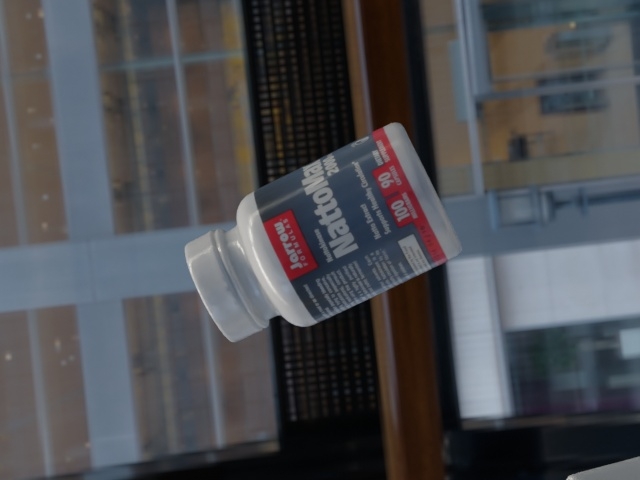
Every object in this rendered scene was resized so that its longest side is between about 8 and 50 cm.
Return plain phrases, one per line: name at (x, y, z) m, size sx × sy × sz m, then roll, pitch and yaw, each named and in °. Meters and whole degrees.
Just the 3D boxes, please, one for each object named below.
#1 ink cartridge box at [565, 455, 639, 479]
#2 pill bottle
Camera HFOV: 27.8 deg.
ink cartridge box at (0.260, 0.210, 0.688) m, size 0.207 × 0.283 × 0.117 m, roll 49°, pitch 128°, yaw 36°
pill bottle at (0.000, 0.000, 0.934) m, size 0.108 × 0.180 × 0.108 m, roll 63°, pitch -175°, yaw -10°
